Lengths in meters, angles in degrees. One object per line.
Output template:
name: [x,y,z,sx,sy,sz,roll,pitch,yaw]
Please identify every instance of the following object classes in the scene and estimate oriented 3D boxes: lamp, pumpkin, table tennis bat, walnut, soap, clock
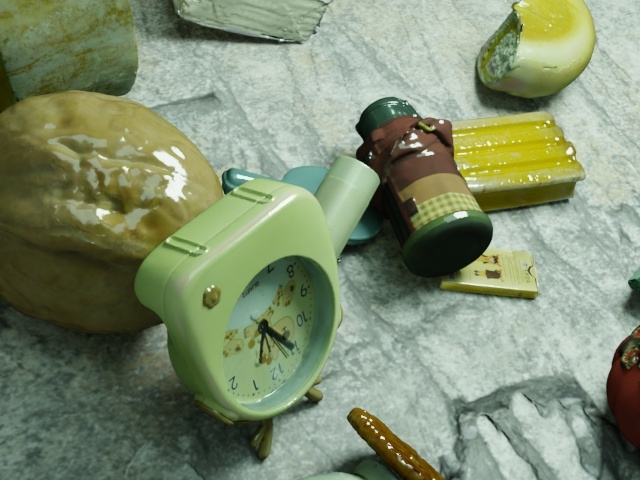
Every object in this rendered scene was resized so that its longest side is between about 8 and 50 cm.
lamp: [0.482,0.189,1.391,0.226,0.227,0.227,8,51,-10]
pumpkin: [-0.407,-0.326,1.472,0.199,0.332,0.332,-22,61,-24]
table tennis bat: [-0.022,-0.061,1.527,0.244,0.040,0.153,11,40,-23]
walnut: [-0.272,-0.031,1.302,0.312,0.277,0.252,8,40,-13]
soap: [0.271,-0.119,1.655,0.231,0.073,0.140,-9,54,-21]
clock: [-0.076,0.102,1.261,0.096,0.308,0.235,15,42,38]

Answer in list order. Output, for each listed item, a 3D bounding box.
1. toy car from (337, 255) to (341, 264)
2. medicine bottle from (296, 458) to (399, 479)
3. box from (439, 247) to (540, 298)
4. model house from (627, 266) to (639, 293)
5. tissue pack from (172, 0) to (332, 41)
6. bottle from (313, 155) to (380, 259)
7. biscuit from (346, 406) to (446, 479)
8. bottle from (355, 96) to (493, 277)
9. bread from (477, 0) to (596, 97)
toy car: [0.000,0.000,1.514,0.041,0.025,0.093,5,38,-25]
medicine bottle: [0.021,0.324,1.183,0.143,0.147,0.147,-13,57,-28]
box: [0.238,0.043,1.551,0.149,0.020,0.073,7,50,-11]
model house: [0.541,0.080,1.566,0.148,0.119,0.149,-26,86,-56]
tissue pack: [-0.143,-0.492,1.783,0.242,0.125,0.344,4,50,-29]
bottle: [0.003,-0.011,1.442,0.072,0.072,0.202,28,77,7]
biscuit: [0.104,0.257,1.249,0.188,0.188,0.027,42,89,18]
bottle: [0.134,-0.091,1.521,0.156,0.143,0.271,-31,57,12]
bread: [0.360,-0.311,1.795,0.260,0.158,0.156,-32,77,-34]
